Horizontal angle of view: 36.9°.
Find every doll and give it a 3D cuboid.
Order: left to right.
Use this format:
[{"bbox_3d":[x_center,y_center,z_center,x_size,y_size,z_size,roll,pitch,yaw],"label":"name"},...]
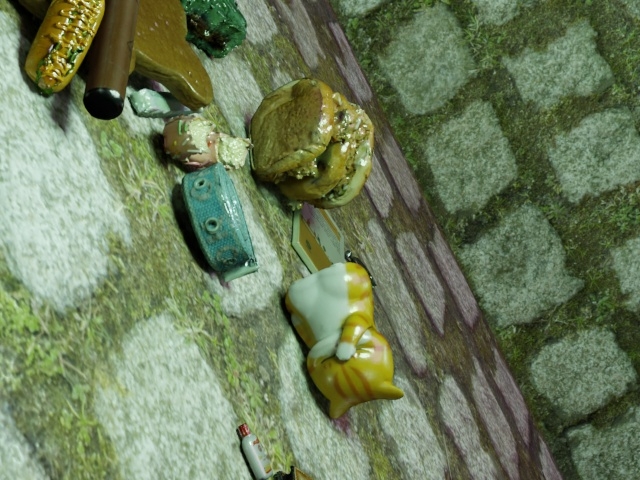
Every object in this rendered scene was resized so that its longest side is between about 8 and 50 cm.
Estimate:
[{"bbox_3d":[0.036,0.167,1.728,0.162,0.167,0.269,36,36,-56],"label":"doll"}]

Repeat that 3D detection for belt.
[{"bbox_3d":[-0.165,-0.036,1.523,0.147,0.082,0.163,61,10,-52],"label":"belt"}]

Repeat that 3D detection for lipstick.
[{"bbox_3d":[-0.290,-0.305,1.359,0.057,0.057,0.356,50,26,-43],"label":"lipstick"}]

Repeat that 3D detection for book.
[{"bbox_3d":[0.000,0.000,2.096,0.207,0.020,0.295,56,18,-28],"label":"book"}]

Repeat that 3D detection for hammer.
[{"bbox_3d":[0.104,0.155,2.187,0.125,0.027,0.297,45,25,-38],"label":"hammer"}]

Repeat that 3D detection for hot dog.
[{"bbox_3d":[-0.336,-0.277,1.280,0.072,0.055,0.188,37,59,-39],"label":"hot dog"}]

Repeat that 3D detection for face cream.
[{"bbox_3d":[-0.094,0.300,1.362,0.083,0.021,0.040,65,15,2],"label":"face cream"}]

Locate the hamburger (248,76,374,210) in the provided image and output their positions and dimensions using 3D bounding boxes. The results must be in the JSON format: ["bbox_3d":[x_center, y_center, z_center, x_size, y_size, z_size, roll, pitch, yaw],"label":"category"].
[{"bbox_3d":[-0.028,-0.189,1.949,0.245,0.260,0.211,21,-1,44],"label":"hamburger"}]

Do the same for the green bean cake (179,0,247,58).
[{"bbox_3d":[-0.228,-0.446,1.884,0.208,0.107,0.193,55,18,-36],"label":"green bean cake"}]

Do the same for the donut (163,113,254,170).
[{"bbox_3d":[-0.200,-0.155,1.558,0.166,0.117,0.065,21,74,-55],"label":"donut"}]

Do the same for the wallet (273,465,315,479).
[{"bbox_3d":[-0.007,0.444,1.401,0.161,0.042,0.195,44,28,-42],"label":"wallet"}]

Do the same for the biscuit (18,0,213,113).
[{"bbox_3d":[-0.338,-0.352,1.459,0.432,0.064,0.282,12,54,-60],"label":"biscuit"}]

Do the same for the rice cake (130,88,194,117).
[{"bbox_3d":[-0.257,-0.228,1.598,0.043,0.034,0.211,61,16,0],"label":"rice cake"}]
